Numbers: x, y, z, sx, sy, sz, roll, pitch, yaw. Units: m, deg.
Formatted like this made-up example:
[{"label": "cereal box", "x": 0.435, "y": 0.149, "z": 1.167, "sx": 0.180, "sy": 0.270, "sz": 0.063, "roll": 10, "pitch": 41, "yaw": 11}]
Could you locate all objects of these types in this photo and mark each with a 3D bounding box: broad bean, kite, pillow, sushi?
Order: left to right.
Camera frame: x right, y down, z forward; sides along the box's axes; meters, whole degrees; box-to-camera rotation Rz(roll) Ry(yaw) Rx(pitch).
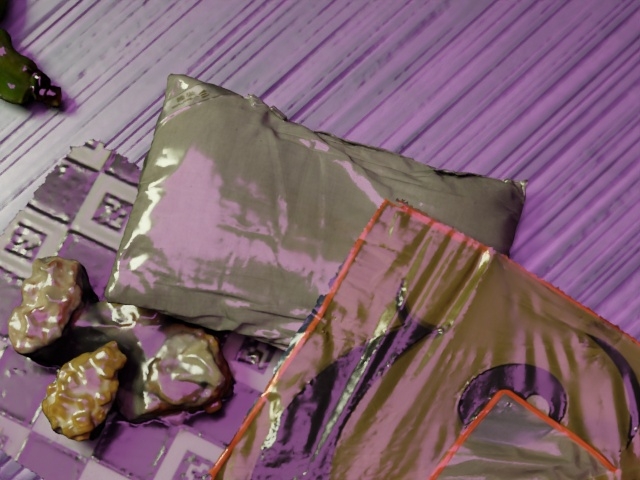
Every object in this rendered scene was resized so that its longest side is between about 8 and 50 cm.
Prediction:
[{"label": "broad bean", "x": -0.208, "y": -0.170, "z": 1.232, "sx": 0.061, "sy": 0.046, "sz": 0.195, "roll": -11, "pitch": 78, "yaw": -12}, {"label": "sushi", "x": -0.119, "y": 0.057, "z": 1.162, "sx": 0.210, "sy": 0.040, "sz": 0.192, "roll": 34, "pitch": 78, "yaw": 12}, {"label": "pillow", "x": 0.000, "y": 0.000, "z": 1.158, "sx": 0.230, "sy": 0.050, "sz": 0.148, "roll": 17, "pitch": 78, "yaw": 0}, {"label": "kite", "x": 0.104, "y": 0.151, "z": 1.110, "sx": 0.327, "sy": 0.013, "sz": 0.377, "roll": -15, "pitch": 82, "yaw": -9}]
